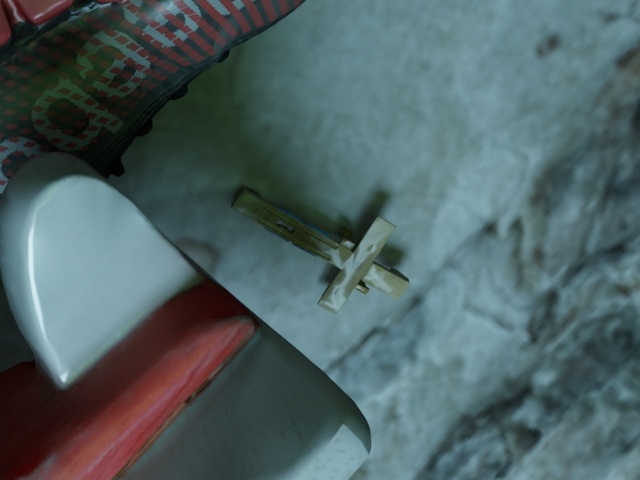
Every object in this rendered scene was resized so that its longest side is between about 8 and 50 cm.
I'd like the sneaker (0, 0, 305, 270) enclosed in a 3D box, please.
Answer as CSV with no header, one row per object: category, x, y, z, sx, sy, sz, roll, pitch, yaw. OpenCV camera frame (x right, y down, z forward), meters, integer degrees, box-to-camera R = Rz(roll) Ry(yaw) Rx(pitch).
sneaker,-0.100,-0.066,0.686,0.276,0.097,0.135,-24,127,-12

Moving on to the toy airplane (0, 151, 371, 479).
toy airplane,-0.139,0.163,0.625,0.386,0.272,0.384,2,128,-18

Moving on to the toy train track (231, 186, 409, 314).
toy train track,0.000,0.000,0.780,0.083,0.014,0.048,29,109,-16
